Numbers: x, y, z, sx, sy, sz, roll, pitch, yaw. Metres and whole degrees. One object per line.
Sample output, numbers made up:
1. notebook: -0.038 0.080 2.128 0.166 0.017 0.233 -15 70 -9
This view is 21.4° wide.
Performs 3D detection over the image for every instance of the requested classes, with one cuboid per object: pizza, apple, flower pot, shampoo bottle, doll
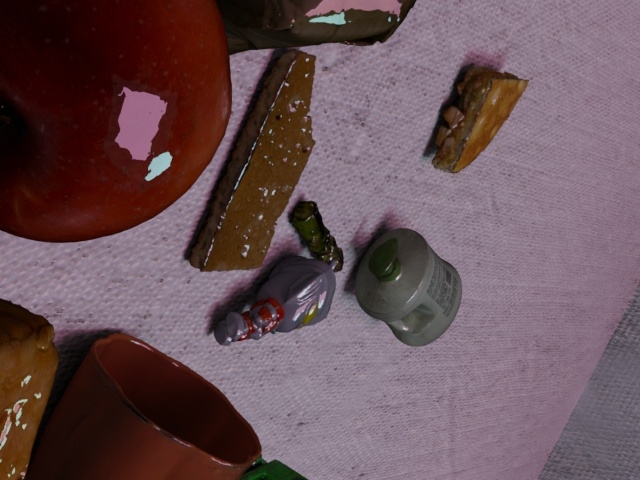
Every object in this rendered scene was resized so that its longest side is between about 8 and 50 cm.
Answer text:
1. pizza: 0.192 -0.163 2.043 0.175 0.046 0.134 -44 154 -34
2. apple: -0.168 -0.107 1.125 0.201 0.218 0.218 -54 164 -62
3. flower pot: -0.175 0.208 1.550 0.173 0.190 0.190 -55 159 12
4. shampoo bottle: 0.102 0.053 2.060 0.118 0.087 0.234 -59 157 -4
5. doll: -0.041 0.066 1.801 0.180 0.079 0.094 -30 172 -40

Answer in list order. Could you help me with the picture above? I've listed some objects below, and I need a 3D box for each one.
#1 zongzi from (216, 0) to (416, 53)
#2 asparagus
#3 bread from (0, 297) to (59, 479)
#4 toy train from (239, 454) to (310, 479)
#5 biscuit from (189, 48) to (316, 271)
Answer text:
1. zongzi: -0.057 -0.291 1.287 0.360 0.160 0.323 174 -83 -69
2. asparagus: 0.001 0.000 1.855 0.165 0.030 0.036 55 39 -65
3. bread: -0.289 0.109 1.221 0.158 0.149 0.143 -65 161 10
4. toy train: -0.108 0.294 1.866 0.251 0.119 0.085 -16 133 -61
5. biscuit: -0.051 -0.077 1.657 0.131 0.026 0.237 -5 121 -65
